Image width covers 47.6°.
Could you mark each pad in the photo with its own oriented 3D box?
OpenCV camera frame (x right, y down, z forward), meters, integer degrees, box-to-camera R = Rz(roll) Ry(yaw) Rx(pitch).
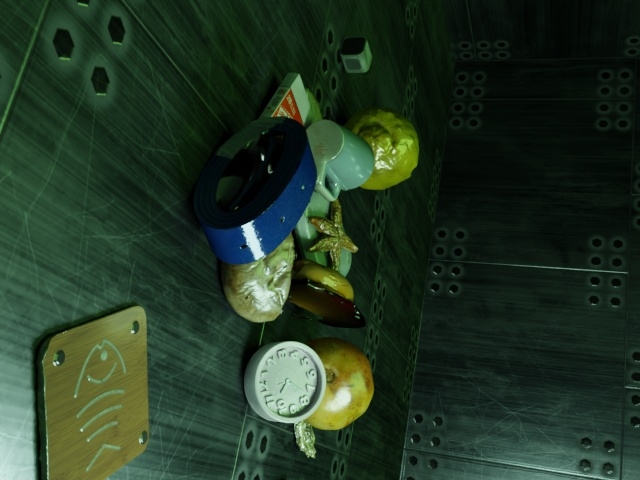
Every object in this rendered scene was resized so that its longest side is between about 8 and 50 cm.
[{"bbox_3d":[-0.370,0.268,1.216,0.286,0.018,0.284,-22,114,-70],"label":"pad"}]

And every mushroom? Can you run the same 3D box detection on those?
[{"bbox_3d":[-0.159,0.046,1.644,0.151,0.156,0.285,3,90,-43],"label":"mushroom"}]

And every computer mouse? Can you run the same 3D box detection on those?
[{"bbox_3d":[-0.006,0.000,2.089,0.197,0.095,0.330,-47,128,-48],"label":"computer mouse"}]

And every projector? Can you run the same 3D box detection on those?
[{"bbox_3d":[0.114,-0.597,2.329,0.082,0.083,0.083,62,36,-55],"label":"projector"}]

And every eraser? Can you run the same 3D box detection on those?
[{"bbox_3d":[-0.094,-0.287,1.818,0.230,0.038,0.157,-62,150,-30],"label":"eraser"}]

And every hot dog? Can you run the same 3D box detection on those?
[{"bbox_3d":[-0.002,0.136,1.996,0.326,0.194,0.107,53,38,-55],"label":"hot dog"}]

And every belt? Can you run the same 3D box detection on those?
[{"bbox_3d":[-0.135,-0.111,1.522,0.117,0.212,0.347,72,33,-45],"label":"belt"}]

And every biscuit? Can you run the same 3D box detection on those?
[{"bbox_3d":[-0.027,-0.337,2.042,0.290,0.038,0.141,64,35,-55],"label":"biscuit"}]

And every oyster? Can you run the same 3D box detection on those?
[{"bbox_3d":[-0.043,0.559,2.148,0.108,0.053,0.165,-42,126,-77],"label":"oyster"}]

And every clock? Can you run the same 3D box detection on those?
[{"bbox_3d":[-0.086,0.347,1.786,0.197,0.068,0.196,5,79,-29],"label":"clock"}]

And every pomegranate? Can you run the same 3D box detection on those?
[{"bbox_3d":[0.016,0.392,1.981,0.264,0.264,0.264,4,90,-71],"label":"pomegranate"}]

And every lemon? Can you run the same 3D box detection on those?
[{"bbox_3d":[0.185,-0.291,2.336,0.316,0.285,0.285,115,-10,-62],"label":"lemon"}]

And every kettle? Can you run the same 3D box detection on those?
[{"bbox_3d":[0.033,-0.213,1.962,0.243,0.160,0.210,19,85,-70],"label":"kettle"}]

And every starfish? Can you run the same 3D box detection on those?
[{"bbox_3d":[0.034,-0.018,2.036,0.227,0.043,0.240,5,83,-56],"label":"starfish"}]

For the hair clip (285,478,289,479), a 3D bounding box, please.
[{"bbox_3d":[-0.078,0.722,1.996,0.138,0.102,0.123,-24,118,-69],"label":"hair clip"}]
